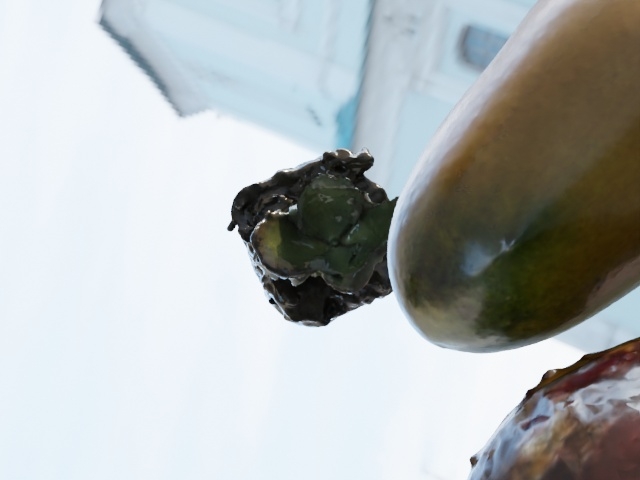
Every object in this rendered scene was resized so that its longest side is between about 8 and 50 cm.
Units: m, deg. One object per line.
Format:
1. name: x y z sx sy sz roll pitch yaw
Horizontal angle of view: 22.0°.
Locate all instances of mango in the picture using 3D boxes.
1. mango: 0.116 -0.041 0.688 0.221 0.120 0.151 -45 -3 -2

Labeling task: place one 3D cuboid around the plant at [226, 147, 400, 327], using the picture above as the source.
1. plant: 0.000 0.000 1.329 0.142 0.131 0.203 -21 0 -14

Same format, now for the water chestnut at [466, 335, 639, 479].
1. water chestnut: 0.142 0.135 0.627 0.224 0.238 0.223 -9 -54 -13
